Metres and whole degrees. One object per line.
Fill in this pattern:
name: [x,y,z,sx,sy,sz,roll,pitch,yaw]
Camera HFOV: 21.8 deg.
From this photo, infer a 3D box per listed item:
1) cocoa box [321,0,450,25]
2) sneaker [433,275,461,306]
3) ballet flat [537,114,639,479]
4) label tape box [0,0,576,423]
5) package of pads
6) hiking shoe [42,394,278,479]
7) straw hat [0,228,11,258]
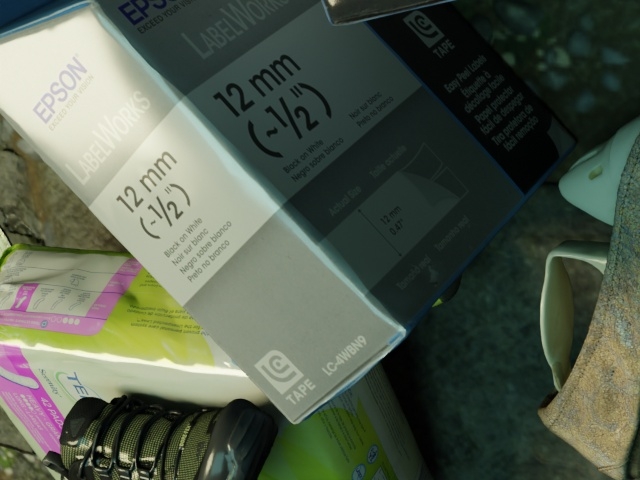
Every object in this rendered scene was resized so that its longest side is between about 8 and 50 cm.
cocoa box: [0.085,-0.311,0.767,0.228,0.231,0.347,-9,111,36]
sneaker: [0.000,0.000,1.106,0.208,0.081,0.094,25,137,23]
ballet flat: [0.185,0.008,0.974,0.106,0.107,0.316,29,127,27]
label tape box: [-0.044,-0.104,0.953,0.348,0.249,0.115,48,130,-1]
package of pads: [-0.087,0.111,1.159,0.296,0.101,0.229,5,139,30]
hiking shoe: [-0.111,0.143,1.050,0.114,0.086,0.227,32,146,-11]
straw hat: [-0.313,0.029,1.319,0.144,0.061,0.144,15,122,25]
